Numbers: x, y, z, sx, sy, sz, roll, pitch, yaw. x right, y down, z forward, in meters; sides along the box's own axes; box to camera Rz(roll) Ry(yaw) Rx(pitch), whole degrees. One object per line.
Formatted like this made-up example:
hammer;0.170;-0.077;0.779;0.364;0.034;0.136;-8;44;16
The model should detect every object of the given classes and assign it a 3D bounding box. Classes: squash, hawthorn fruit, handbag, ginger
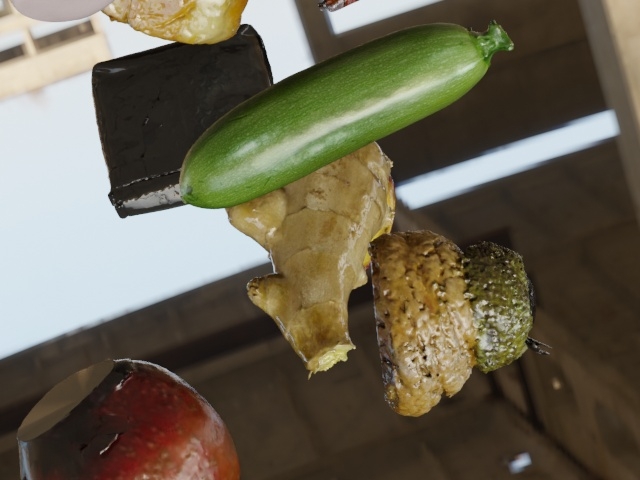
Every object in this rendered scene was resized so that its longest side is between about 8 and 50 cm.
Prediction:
squash;0.019;-0.143;1.577;0.395;0.107;0.107;-25;-164;2
hawthorn fruit;-0.256;0.301;1.962;0.316;0.315;0.316;-17;-164;5
handbag;-0.176;-0.159;1.927;0.247;0.223;0.080;-14;159;3
ginger;-0.020;-0.012;2.035;0.166;0.236;0.375;-37;-152;40

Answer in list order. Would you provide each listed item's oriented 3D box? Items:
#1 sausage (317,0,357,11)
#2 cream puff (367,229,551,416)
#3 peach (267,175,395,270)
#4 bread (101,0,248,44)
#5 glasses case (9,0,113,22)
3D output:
sausage;0.077;-0.320;1.819;0.198;0.028;0.025;-26;-137;-26
cream puff;0.138;0.075;1.441;0.169;0.183;0.183;-7;-163;1
peach;0.031;-0.017;2.572;0.267;0.159;0.154;-53;-162;-18
bread;-0.126;-0.349;1.505;0.167;0.294;0.132;14;-146;-7
glasses case;-0.156;-0.290;1.159;0.113;0.075;0.297;-6;143;-49
